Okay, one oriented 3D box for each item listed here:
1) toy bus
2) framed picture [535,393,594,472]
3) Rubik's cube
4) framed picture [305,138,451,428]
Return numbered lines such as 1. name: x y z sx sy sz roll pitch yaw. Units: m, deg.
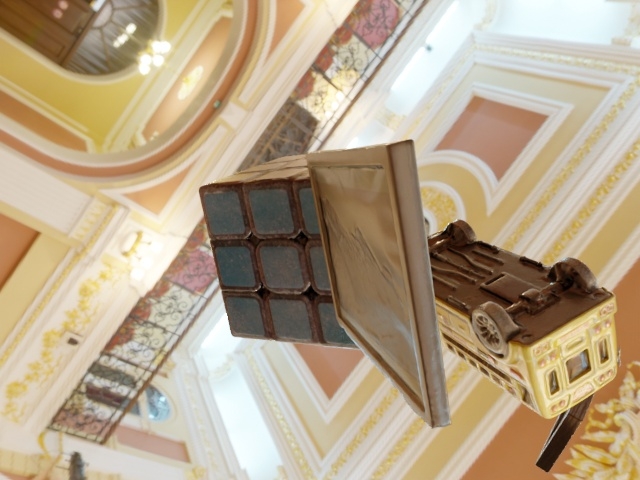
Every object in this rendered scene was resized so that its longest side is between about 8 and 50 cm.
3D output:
1. toy bus: 0.217 0.086 0.734 0.144 0.152 0.330 -26 -158 -14
2. framed picture: 0.387 0.256 0.836 0.023 0.168 0.127 29 -50 26
3. Rubik's cube: 0.000 0.000 1.032 0.301 0.305 0.304 -2 -164 29
4. framed picture: 0.036 0.016 0.464 0.265 0.018 0.192 -151 -131 -76
